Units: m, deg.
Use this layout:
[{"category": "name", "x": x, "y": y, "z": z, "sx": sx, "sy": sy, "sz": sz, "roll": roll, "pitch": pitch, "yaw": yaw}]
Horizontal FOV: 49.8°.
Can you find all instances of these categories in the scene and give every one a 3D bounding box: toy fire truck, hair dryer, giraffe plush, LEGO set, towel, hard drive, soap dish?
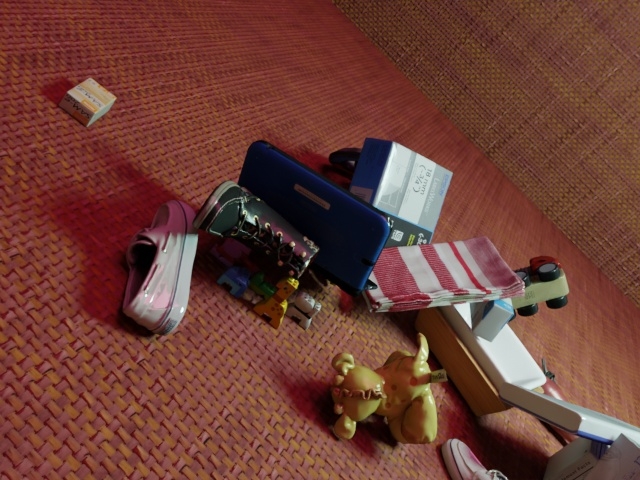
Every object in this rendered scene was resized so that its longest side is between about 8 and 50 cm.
[{"category": "toy fire truck", "x": 0.573, "y": 0.121, "z": 1.960, "sx": 0.246, "sy": 0.217, "sz": 0.158, "roll": -79, "pitch": 149, "yaw": -65}, {"category": "hair dryer", "x": 0.588, "y": 0.382, "z": 1.729, "sx": 0.224, "sy": 0.080, "sz": 0.293, "roll": 28, "pitch": 31, "yaw": -31}, {"category": "giraffe plush", "x": 0.095, "y": 0.257, "z": 1.151, "sx": 0.171, "sy": 0.210, "sz": 0.181, "roll": -4, "pitch": 59, "yaw": -14}, {"category": "LEGO set", "x": -0.087, "y": 0.073, "z": 1.202, "sx": 0.227, "sy": 0.093, "sz": 0.087, "roll": 40, "pitch": 27, "yaw": -10}, {"category": "towel", "x": 0.242, "y": 0.064, "z": 1.484, "sx": 0.329, "sy": 0.037, "sz": 0.237, "roll": -6, "pitch": 27, "yaw": -8}, {"category": "hard drive", "x": 0.537, "y": 0.361, "z": 1.352, "sx": 0.319, "sy": 0.040, "sz": 0.210, "roll": 21, "pitch": -3, "yaw": -26}, {"category": "soap dish", "x": 0.355, "y": 0.249, "z": 1.548, "sx": 0.229, "sy": 0.118, "sz": 0.290, "roll": 1, "pitch": 50, "yaw": -54}]

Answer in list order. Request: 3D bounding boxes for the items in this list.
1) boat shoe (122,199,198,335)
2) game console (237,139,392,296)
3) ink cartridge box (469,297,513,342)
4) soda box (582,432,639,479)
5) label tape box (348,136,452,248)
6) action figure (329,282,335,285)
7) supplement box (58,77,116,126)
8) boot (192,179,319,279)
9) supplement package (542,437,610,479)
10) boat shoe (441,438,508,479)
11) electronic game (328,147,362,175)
[{"category": "boat shoe", "x": -0.253, "y": 0.023, "z": 1.051, "sx": 0.088, "sy": 0.096, "sz": 0.267, "roll": 33, "pitch": 37, "yaw": -32}, {"category": "game console", "x": -0.003, "y": -0.039, "z": 1.280, "sx": 0.293, "sy": 0.250, "sz": 0.173, "roll": 32, "pitch": 36, "yaw": 13}, {"category": "ink cartridge box", "x": 0.363, "y": 0.143, "z": 1.473, "sx": 0.052, "sy": 0.088, "sz": 0.122, "roll": 26, "pitch": 29, "yaw": -6}, {"category": "soda box", "x": 0.497, "y": 0.488, "z": 1.210, "sx": 0.098, "sy": 0.286, "sz": 0.091, "roll": 34, "pitch": 6, "yaw": -20}, {"category": "label tape box", "x": 0.217, "y": -0.080, "z": 1.684, "sx": 0.334, "sy": 0.240, "sz": 0.106, "roll": 19, "pitch": -2, "yaw": -40}, {"category": "action figure", "x": 0.000, "y": 0.000, "z": 1.475, "sx": 0.137, "sy": 0.063, "sz": 0.232, "roll": 19, "pitch": 40, "yaw": -47}, {"category": "supplement box", "x": -0.424, "y": -0.254, "z": 1.260, "sx": 0.062, "sy": 0.036, "sz": 0.098, "roll": 38, "pitch": 28, "yaw": -12}, {"category": "boot", "x": -0.095, "y": -0.012, "z": 1.110, "sx": 0.179, "sy": 0.085, "sz": 0.236, "roll": 38, "pitch": 9, "yaw": 5}, {"category": "supplement package", "x": 0.612, "y": 0.547, "z": 1.459, "sx": 0.244, "sy": 0.139, "sz": 0.134, "roll": 49, "pitch": 26, "yaw": 10}, {"category": "boat shoe", "x": 0.309, "y": 0.450, "z": 1.242, "sx": 0.083, "sy": 0.076, "sz": 0.226, "roll": 5, "pitch": 47, "yaw": -53}, {"category": "electronic game", "x": 0.133, "y": -0.190, "z": 1.808, "sx": 0.229, "sy": 0.048, "sz": 0.229, "roll": 14, "pitch": -7, "yaw": 2}]
